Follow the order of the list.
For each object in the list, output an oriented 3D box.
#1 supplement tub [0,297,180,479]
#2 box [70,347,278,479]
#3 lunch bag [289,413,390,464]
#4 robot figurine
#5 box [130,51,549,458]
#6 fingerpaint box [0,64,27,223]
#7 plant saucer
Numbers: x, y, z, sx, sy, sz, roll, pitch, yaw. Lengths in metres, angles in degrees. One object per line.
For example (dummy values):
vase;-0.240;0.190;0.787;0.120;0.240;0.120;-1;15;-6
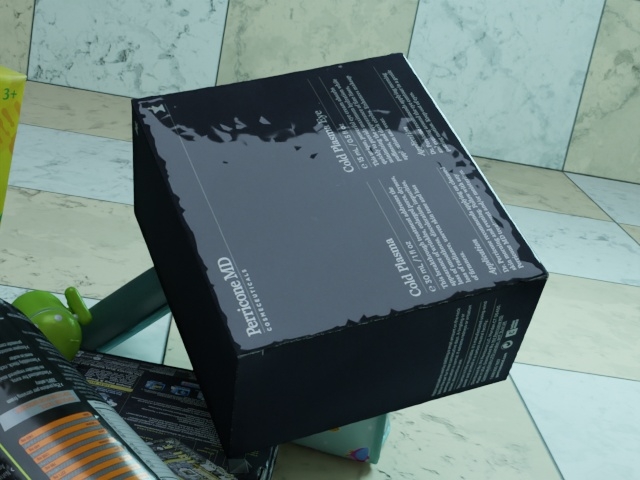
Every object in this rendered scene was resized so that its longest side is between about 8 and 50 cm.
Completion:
supplement tub;-0.214;0.213;0.834;0.338;0.207;0.207;42;29;24
box;-0.244;0.208;1.121;0.395;0.097;0.318;11;15;0
lunch bag;0.000;0.103;1.327;0.223;0.262;0.160;15;17;9
robot figurine;-0.292;0.094;1.186;0.101;0.067;0.115;-27;29;-19
box;0.000;0.000;1.152;0.312;0.179;0.343;-12;51;-19
fingerpaint box;-0.551;-0.022;1.152;0.163;0.371;0.445;23;16;35
plant saucer;-0.203;0.069;1.380;0.044;0.317;0.317;57;25;1
